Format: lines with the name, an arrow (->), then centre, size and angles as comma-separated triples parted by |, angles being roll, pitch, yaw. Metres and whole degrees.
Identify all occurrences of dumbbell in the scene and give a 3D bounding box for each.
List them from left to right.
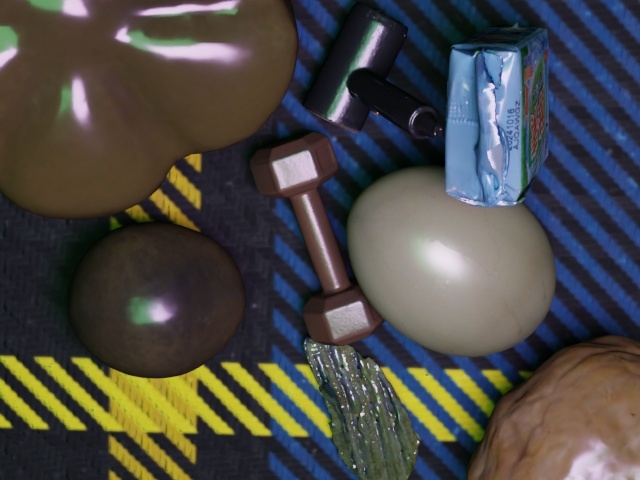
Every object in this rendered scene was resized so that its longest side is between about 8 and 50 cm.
dumbbell -> 0.000, 0.000, 1.659 | 0.082, 0.092, 0.230 | -13, 101, 32

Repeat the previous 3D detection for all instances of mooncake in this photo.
mooncake -> -0.249, -0.245, 1.483 | 0.467, 0.262, 0.467 | -6, 116, -12

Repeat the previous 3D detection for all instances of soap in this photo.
soap -> 0.177, -0.129, 1.528 | 0.077, 0.293, 0.156 | 2, 104, 14

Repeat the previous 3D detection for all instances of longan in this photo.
longan -> -0.173, 0.063, 1.638 | 0.187, 0.167, 0.167 | -8, 102, -20

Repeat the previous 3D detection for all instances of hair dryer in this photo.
hair dryer -> 0.074, -0.156, 1.553 | 0.070, 0.255, 0.128 | 22, 98, -29

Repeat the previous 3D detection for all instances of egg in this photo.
egg -> 0.135, 0.020, 1.605 | 0.242, 0.186, 0.186 | 35, 99, -27

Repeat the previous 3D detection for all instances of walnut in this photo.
walnut -> 0.297, 0.262, 1.621 | 0.285, 0.285, 0.296 | -39, 120, 7

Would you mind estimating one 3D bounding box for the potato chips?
potato chips -> 0.049, 0.189, 1.725 | 0.092, 0.028, 0.207 | -20, 102, 3
